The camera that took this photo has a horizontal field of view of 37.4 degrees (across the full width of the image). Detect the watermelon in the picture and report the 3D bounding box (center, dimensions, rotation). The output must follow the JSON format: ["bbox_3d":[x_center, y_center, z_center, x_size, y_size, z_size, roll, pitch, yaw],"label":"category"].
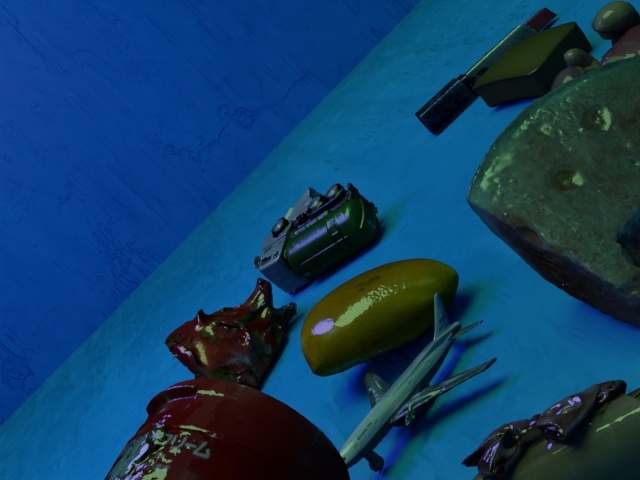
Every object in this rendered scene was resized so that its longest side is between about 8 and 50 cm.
[{"bbox_3d":[0.299,-0.034,0.831,0.318,0.148,0.226,-16,55,16],"label":"watermelon"}]

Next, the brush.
[{"bbox_3d":[0.340,-0.281,1.537,0.123,0.059,0.197,-45,14,-14],"label":"brush"}]

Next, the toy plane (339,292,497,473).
[{"bbox_3d":[0.090,0.158,0.995,0.226,0.058,0.226,-55,18,-26],"label":"toy plane"}]

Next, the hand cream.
[{"bbox_3d":[-0.096,0.257,0.905,0.230,0.230,0.149,-30,23,45],"label":"hand cream"}]

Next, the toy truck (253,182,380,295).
[{"bbox_3d":[0.000,0.000,1.627,0.242,0.101,0.125,-32,31,35],"label":"toy truck"}]

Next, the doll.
[{"bbox_3d":[0.317,-0.139,1.014,0.256,0.152,0.196,-51,2,-8],"label":"doll"}]

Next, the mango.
[{"bbox_3d":[0.069,0.085,1.147,0.217,0.102,0.141,-29,-8,21],"label":"mango"}]

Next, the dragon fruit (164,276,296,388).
[{"bbox_3d":[-0.144,0.147,1.545,0.211,0.134,0.262,-42,12,-14],"label":"dragon fruit"}]

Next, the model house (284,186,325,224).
[{"bbox_3d":[-0.013,-0.024,1.764,0.100,0.088,0.100,-51,24,20],"label":"model house"}]

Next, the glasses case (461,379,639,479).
[{"bbox_3d":[0.181,0.152,0.729,0.193,0.070,0.102,-37,15,28],"label":"glasses case"}]

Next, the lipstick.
[{"bbox_3d":[0.309,-0.322,1.763,0.312,0.051,0.051,-43,12,4],"label":"lipstick"}]
